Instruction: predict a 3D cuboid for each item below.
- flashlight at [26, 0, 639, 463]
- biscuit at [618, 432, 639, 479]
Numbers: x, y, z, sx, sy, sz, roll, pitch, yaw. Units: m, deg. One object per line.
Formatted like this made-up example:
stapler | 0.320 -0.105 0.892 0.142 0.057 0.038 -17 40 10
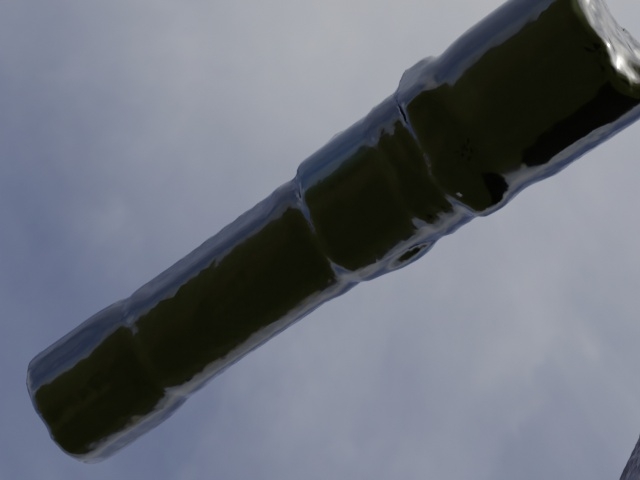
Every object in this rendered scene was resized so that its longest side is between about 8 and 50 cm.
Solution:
flashlight | 0.000 0.000 1.044 0.424 0.103 0.103 -35 -84 21
biscuit | 0.193 0.096 0.944 0.034 0.182 0.215 24 -72 4
